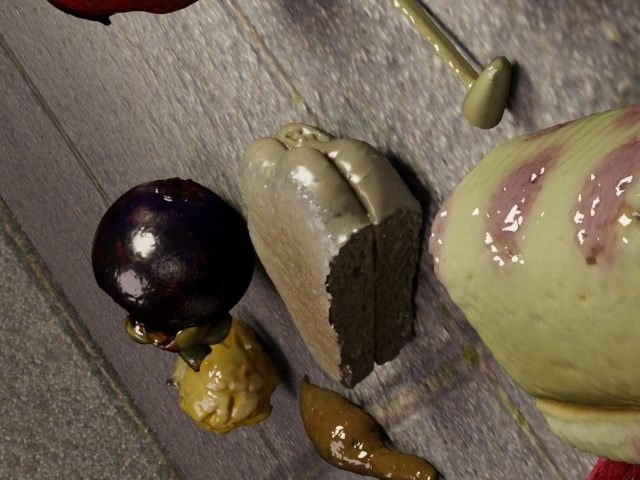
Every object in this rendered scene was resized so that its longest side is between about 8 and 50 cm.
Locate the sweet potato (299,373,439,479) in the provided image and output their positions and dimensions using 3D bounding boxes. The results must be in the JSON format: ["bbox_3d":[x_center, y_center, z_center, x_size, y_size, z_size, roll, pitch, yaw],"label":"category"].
[{"bbox_3d":[0.041,0.230,1.708,0.269,0.075,0.075,30,148,50],"label":"sweet potato"}]

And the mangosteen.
[{"bbox_3d":[-0.168,0.042,1.746,0.194,0.194,0.230,34,130,53],"label":"mangosteen"}]

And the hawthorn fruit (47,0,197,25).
[{"bbox_3d":[-0.141,-0.282,1.149,0.189,0.189,0.251,51,148,21],"label":"hawthorn fruit"}]

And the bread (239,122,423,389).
[{"bbox_3d":[0.006,-0.001,1.358,0.183,0.102,0.337,55,166,24],"label":"bread"}]

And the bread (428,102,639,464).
[{"bbox_3d":[0.198,0.016,0.749,0.187,0.155,0.338,52,162,-9],"label":"bread"}]

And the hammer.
[{"bbox_3d":[0.064,-0.161,1.035,0.195,0.028,0.060,51,157,25],"label":"hammer"}]

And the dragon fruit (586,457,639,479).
[{"bbox_3d":[0.241,0.204,0.997,0.262,0.163,0.189,113,152,-66],"label":"dragon fruit"}]

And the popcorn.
[{"bbox_3d":[-0.122,0.178,1.972,0.167,0.152,0.148,-106,36,-50],"label":"popcorn"}]
